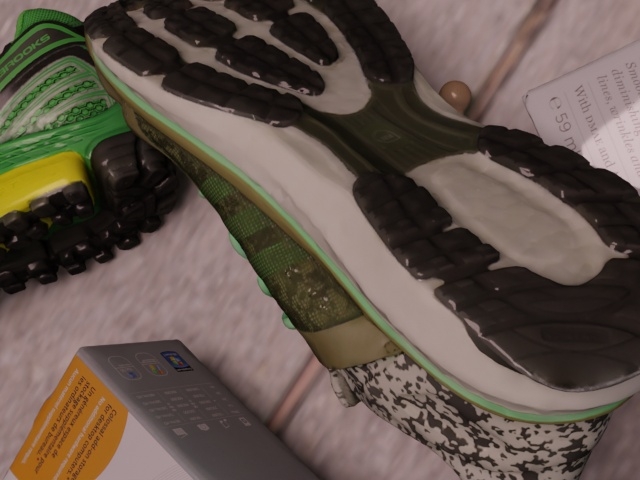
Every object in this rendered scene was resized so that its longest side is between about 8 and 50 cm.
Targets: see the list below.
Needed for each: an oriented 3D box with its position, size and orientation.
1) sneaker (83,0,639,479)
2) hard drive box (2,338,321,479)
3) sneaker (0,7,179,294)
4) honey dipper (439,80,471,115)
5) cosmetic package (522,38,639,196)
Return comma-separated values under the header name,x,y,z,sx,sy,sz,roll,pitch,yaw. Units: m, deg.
name,x,y,z,sx,sy,sz,roll,pitch,yaw
sneaker,0.000,0.000,0.739,0.410,0.158,0.182,44,139,40
hard drive box,-0.069,0.193,0.766,0.232,0.089,0.181,40,110,26
sneaker,-0.253,-0.016,0.877,0.343,0.134,0.146,-26,69,9
honey dipper,0.075,-0.007,0.785,0.030,0.030,0.161,-4,79,22
cosmetic package,0.229,-0.063,0.696,0.231,0.085,0.117,-26,77,19
